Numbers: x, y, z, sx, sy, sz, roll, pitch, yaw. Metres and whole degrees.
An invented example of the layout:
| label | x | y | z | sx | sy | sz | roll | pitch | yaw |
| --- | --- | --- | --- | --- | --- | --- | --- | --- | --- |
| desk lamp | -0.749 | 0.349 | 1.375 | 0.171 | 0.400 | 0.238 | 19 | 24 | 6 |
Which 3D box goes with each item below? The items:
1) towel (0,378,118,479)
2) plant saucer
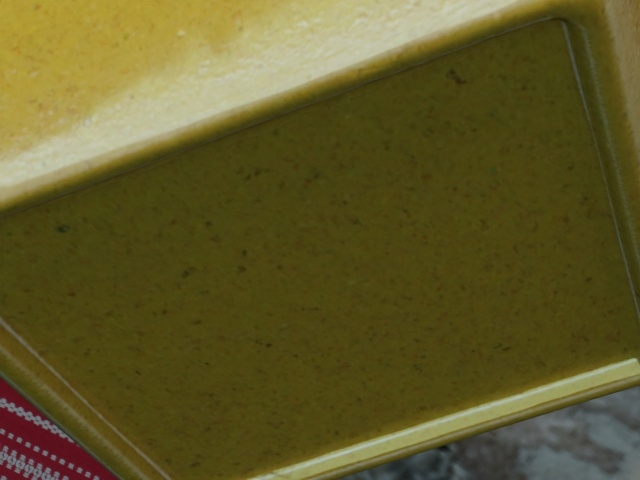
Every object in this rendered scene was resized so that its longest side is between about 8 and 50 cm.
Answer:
| label | x | y | z | sx | sy | sz | roll | pitch | yaw |
| --- | --- | --- | --- | --- | --- | --- | --- | --- | --- |
| towel | -0.126 | 0.020 | 0.641 | 0.199 | 0.031 | 0.275 | 26 | 110 | 3 |
| plant saucer | 0.000 | 0.000 | 0.467 | 0.332 | 0.081 | 0.333 | -19 | 141 | 11 |
